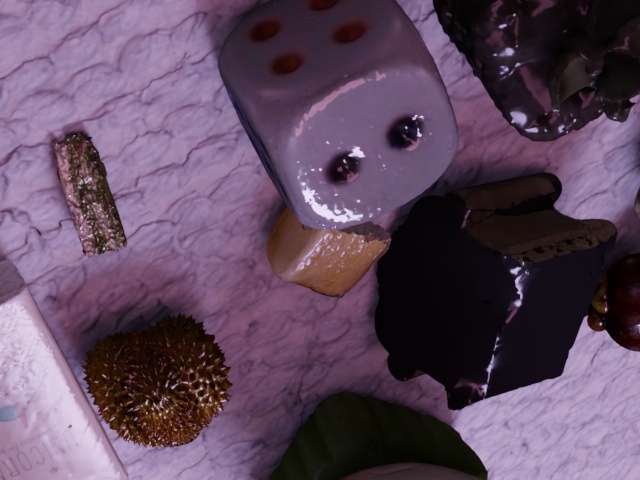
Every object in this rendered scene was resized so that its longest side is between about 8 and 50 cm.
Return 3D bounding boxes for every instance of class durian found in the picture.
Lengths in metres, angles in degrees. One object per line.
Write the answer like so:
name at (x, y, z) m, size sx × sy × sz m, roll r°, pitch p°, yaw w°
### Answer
durian at (-0.176, 0.159, 1.962) m, size 0.158 × 0.137 × 0.168 m, roll -18°, pitch 128°, yaw 6°

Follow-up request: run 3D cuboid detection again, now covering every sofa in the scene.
sofa at (0.196, 0.048, 2.066) m, size 0.200 × 0.182 × 0.258 m, roll -12°, pitch 130°, yaw -40°

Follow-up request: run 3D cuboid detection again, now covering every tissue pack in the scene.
tissue pack at (-0.346, 0.181, 1.936) m, size 0.170 × 0.071 × 0.325 m, roll -27°, pitch 131°, yaw -7°

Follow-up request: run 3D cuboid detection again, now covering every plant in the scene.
plant at (0.260, -0.213, 1.783) m, size 0.215 × 0.312 × 0.213 m, roll -35°, pitch 134°, yaw -3°

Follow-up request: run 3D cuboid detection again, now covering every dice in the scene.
dice at (0.018, -0.141, 1.796) m, size 0.192 × 0.193 × 0.194 m, roll -28°, pitch 132°, yaw -6°

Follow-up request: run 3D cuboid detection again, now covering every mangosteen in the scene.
mangosteen at (0.383, 0.077, 2.184) m, size 0.140 × 0.140 × 0.140 m, roll -13°, pitch 128°, yaw -17°

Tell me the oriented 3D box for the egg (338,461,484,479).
egg at (0.112, 0.359, 2.034) m, size 0.337 × 0.201 × 0.337 m, roll -3°, pitch 146°, yaw -2°

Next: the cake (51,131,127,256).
cake at (-0.241, -0.045, 1.836) m, size 0.051 × 0.055 × 0.140 m, roll -18°, pitch 128°, yaw -5°

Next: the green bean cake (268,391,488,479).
green bean cake at (0.068, 0.313, 2.197) m, size 0.248 × 0.125 × 0.222 m, roll 18°, pitch 114°, yaw -28°

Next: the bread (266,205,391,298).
bread at (0.001, 0.001, 1.968) m, size 0.125 × 0.082 × 0.106 m, roll 19°, pitch 125°, yaw -45°

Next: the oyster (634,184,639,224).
oyster at (0.519, -0.063, 2.130) m, size 0.337 × 0.133 × 0.198 m, roll -11°, pitch 125°, yaw -21°
